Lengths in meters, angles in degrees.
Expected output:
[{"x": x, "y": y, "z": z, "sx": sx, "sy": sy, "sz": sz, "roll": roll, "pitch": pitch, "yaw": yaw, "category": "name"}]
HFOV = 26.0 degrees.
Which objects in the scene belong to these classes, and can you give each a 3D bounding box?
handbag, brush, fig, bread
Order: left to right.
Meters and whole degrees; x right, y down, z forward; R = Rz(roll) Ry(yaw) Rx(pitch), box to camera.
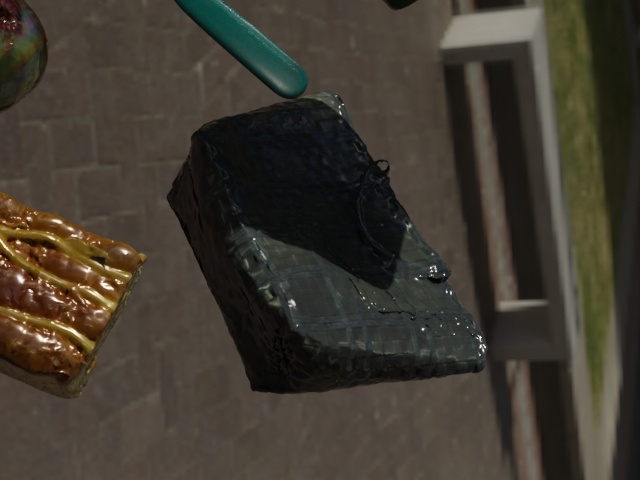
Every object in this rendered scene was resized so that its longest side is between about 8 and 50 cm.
[{"x": -0.359, "y": -0.156, "z": 1.282, "sx": 0.149, "sy": 0.245, "sz": 0.149, "roll": 25, "pitch": 52, "yaw": -36, "category": "fig"}, {"x": -0.355, "y": 0.043, "z": 1.537, "sx": 0.114, "sy": 0.274, "sz": 0.185, "roll": 109, "pitch": 7, "yaw": -74, "category": "bread"}, {"x": -0.093, "y": -0.232, "z": 1.588, "sx": 0.043, "sy": 0.193, "sz": 0.032, "roll": -50, "pitch": -177, "yaw": 1, "category": "brush"}, {"x": 0.000, "y": 0.000, "z": 1.021, "sx": 0.270, "sy": 0.175, "sz": 0.089, "roll": 62, "pitch": -32, "yaw": 25, "category": "handbag"}]

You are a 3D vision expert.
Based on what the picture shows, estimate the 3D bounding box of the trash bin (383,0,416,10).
[{"x": 0.016, "y": -0.339, "z": 0.871, "sx": 0.343, "sy": 0.223, "sz": 0.158, "roll": 48, "pitch": 32, "yaw": -18, "category": "trash bin"}]
